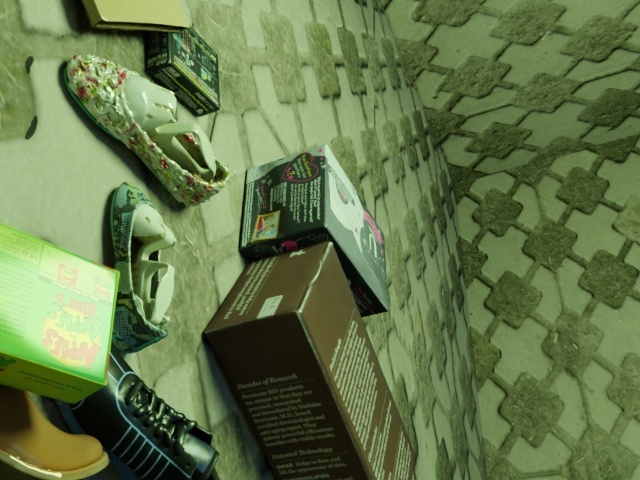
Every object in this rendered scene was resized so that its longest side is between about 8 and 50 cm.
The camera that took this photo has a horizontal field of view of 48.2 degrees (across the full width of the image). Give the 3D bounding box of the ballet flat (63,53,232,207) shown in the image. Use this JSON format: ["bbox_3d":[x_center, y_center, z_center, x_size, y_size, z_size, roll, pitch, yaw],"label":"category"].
[{"bbox_3d":[-0.179,-0.127,0.801,0.241,0.077,0.091,50,33,-50],"label":"ballet flat"}]

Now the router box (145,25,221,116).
[{"bbox_3d":[-0.177,-0.231,0.935,0.122,0.038,0.092,39,40,-59],"label":"router box"}]

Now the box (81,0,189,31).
[{"bbox_3d":[-0.237,-0.337,0.813,0.164,0.021,0.201,-29,98,-62],"label":"box"}]

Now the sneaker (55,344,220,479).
[{"bbox_3d":[-0.150,0.172,0.644,0.081,0.090,0.232,-71,142,-58],"label":"sneaker"}]

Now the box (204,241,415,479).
[{"bbox_3d":[0.002,0.218,0.970,0.191,0.143,0.382,-63,136,-62],"label":"box"}]

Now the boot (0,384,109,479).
[{"bbox_3d":[-0.228,0.105,0.511,0.197,0.072,0.153,30,44,-67],"label":"boot"}]

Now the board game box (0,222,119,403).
[{"bbox_3d":[-0.222,0.034,0.460,0.181,0.043,0.092,30,43,-38],"label":"board game box"}]

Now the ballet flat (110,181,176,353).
[{"bbox_3d":[-0.175,0.021,0.725,0.070,0.070,0.189,40,40,-59],"label":"ballet flat"}]

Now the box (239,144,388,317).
[{"bbox_3d":[0.000,0.000,1.105,0.247,0.142,0.164,54,29,-47],"label":"box"}]
